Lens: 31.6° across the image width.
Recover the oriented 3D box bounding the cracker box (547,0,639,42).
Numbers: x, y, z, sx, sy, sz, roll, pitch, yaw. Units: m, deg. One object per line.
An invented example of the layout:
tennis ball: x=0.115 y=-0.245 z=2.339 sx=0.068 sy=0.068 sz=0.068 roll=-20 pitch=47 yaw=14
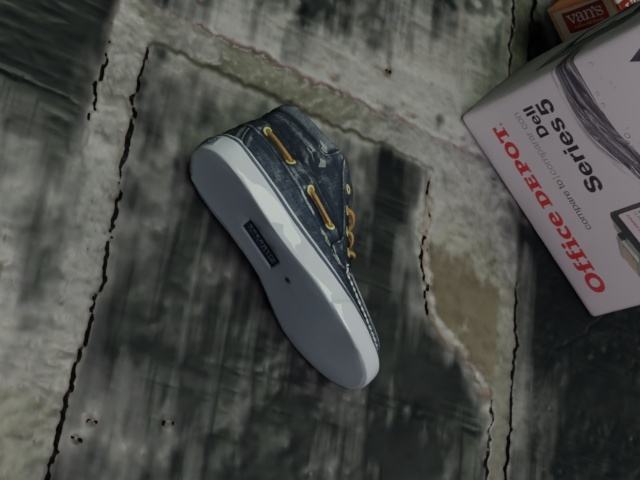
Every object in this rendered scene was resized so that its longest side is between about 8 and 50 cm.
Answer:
cracker box: x=0.299 y=-0.137 z=0.956 sx=0.156 sy=0.067 sz=0.232 roll=-45 pitch=112 yaw=-36

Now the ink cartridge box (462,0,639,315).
ink cartridge box: x=0.265 y=-0.075 z=0.806 sx=0.114 sy=0.273 sz=0.198 roll=-39 pitch=98 yaw=-35

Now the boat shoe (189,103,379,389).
boat shoe: x=0.000 y=0.000 z=0.720 sx=0.083 sy=0.065 sz=0.183 roll=-35 pitch=95 yaw=-37
